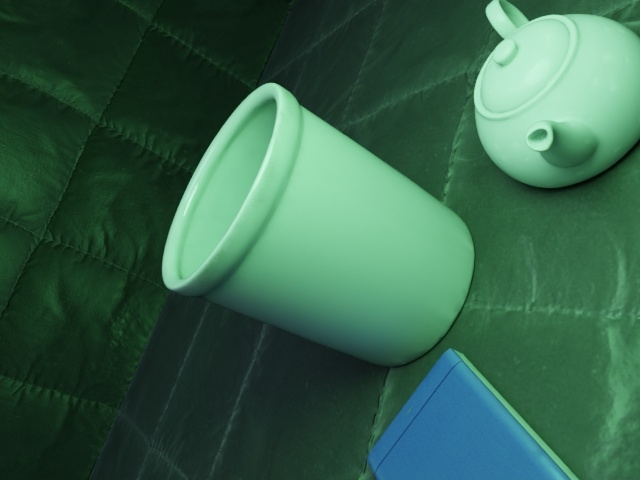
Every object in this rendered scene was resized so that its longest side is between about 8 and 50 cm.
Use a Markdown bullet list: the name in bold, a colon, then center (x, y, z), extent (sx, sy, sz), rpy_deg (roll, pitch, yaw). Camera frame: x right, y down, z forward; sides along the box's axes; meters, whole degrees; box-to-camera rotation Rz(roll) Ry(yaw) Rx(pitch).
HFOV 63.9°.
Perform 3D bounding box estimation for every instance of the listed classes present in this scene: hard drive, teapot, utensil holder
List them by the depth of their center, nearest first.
- **hard drive**: center (0.181, 0.303, 0.599), extent (0.210, 0.040, 0.319), rpy_deg (-57, 28, 11)
- **teapot**: center (0.302, -0.212, 0.700), extent (0.253, 0.187, 0.256), rpy_deg (-62, 26, 1)
- **utensil holder**: center (0.000, 0.000, 0.813), extent (0.327, 0.385, 0.328), rpy_deg (-41, 33, 35)
